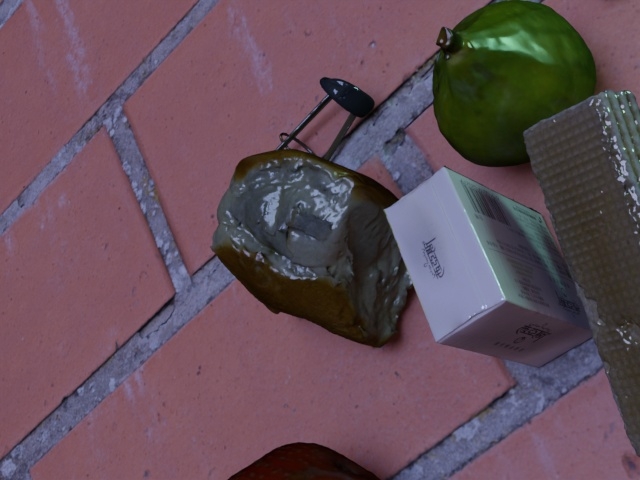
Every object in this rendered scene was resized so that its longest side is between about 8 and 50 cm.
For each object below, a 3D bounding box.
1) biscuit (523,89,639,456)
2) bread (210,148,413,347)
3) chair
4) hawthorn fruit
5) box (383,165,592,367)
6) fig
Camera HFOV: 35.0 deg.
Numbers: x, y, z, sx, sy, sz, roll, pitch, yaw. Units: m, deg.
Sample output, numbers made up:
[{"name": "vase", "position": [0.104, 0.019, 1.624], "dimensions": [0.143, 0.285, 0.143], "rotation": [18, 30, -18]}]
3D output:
[{"name": "biscuit", "position": [0.362, 0.045, 1.178], "dimensions": [0.144, 0.078, 0.426], "rotation": [-27, 78, 52]}, {"name": "bread", "position": [0.000, 0.000, 1.467], "dimensions": [0.250, 0.279, 0.225], "rotation": [16, 74, 40]}, {"name": "chair", "position": [-0.011, -0.179, 1.640], "dimensions": [0.221, 0.104, 0.095], "rotation": [-47, 36, 22]}, {"name": "hawthorn fruit", "position": [-0.009, 0.413, 1.356], "dimensions": [0.300, 0.275, 0.275], "rotation": [5, 80, 26]}, {"name": "box", "position": [0.218, 0.040, 1.276], "dimensions": [0.111, 0.260, 0.194], "rotation": [-35, 57, 25]}, {"name": "fig", "position": [0.219, -0.200, 1.335], "dimensions": [0.233, 0.314, 0.233], "rotation": [20, 118, 45]}]
